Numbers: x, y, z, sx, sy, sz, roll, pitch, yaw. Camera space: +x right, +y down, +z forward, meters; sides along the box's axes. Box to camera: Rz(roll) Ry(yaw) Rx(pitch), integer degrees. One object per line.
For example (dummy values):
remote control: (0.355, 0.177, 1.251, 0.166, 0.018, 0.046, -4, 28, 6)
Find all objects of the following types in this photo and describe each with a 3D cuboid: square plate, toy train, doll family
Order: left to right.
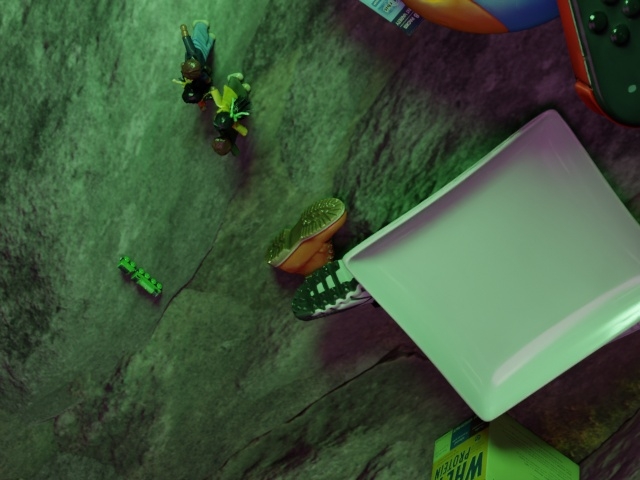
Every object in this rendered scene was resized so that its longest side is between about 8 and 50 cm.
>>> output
toy train: (-0.274, 0.056, 1.903, 0.017, 0.023, 0.083, -34, 115, 32)
doll family: (-0.140, -0.193, 1.617, 0.076, 0.111, 0.193, -24, 120, 27)
square plate: (0.264, 0.039, 1.708, 0.344, 0.049, 0.347, -37, 114, 12)

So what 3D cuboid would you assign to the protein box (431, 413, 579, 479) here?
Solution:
protein box: (0.286, 0.406, 1.955, 0.200, 0.201, 0.136, 36, 126, -17)

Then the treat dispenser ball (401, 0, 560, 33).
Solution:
treat dispenser ball: (0.179, -0.359, 1.303, 0.288, 0.288, 0.288, 6, 129, 7)

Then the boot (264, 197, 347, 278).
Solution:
boot: (0.000, 0.000, 1.786, 0.085, 0.059, 0.158, 31, 133, -23)

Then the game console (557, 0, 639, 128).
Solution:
game console: (0.384, -0.321, 1.216, 0.387, 0.060, 0.342, -26, 116, -17)

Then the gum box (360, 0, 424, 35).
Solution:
gum box: (0.048, -0.336, 1.434, 0.184, 0.157, 0.041, 31, 129, -14)

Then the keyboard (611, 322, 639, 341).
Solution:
keyboard: (0.400, 0.129, 1.830, 0.256, 0.014, 0.072, -30, 117, 30)

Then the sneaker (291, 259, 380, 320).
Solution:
sneaker: (0.073, 0.063, 1.782, 0.234, 0.078, 0.106, -31, 133, 11)
